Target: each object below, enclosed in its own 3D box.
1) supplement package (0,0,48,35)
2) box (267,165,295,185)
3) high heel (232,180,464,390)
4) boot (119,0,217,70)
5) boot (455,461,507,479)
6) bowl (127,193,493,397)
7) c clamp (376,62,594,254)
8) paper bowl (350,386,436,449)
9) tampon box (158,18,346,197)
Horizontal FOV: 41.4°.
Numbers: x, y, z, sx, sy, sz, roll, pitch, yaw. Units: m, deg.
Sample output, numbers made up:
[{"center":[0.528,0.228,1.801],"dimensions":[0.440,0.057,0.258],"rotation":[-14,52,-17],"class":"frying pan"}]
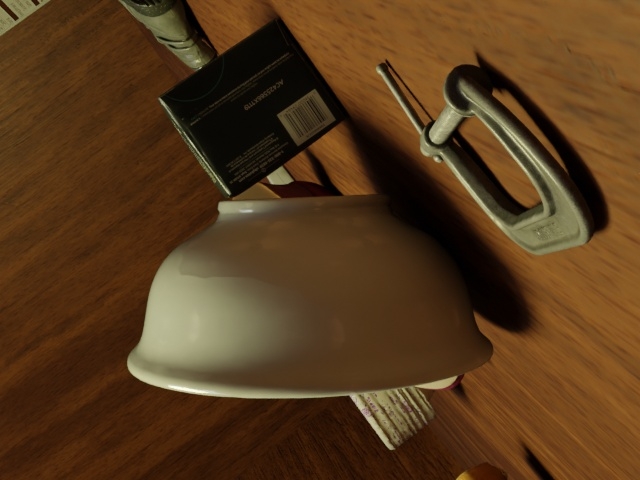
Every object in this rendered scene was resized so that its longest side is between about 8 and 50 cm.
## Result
[{"center":[-0.178,-0.237,0.410],"dimensions":[0.194,0.203,0.149],"rotation":[52,176,4],"class":"supplement package"},{"center":[-0.016,-0.031,1.500],"dimensions":[0.186,0.038,0.145],"rotation":[53,176,19],"class":"box"},{"center":[0.063,0.039,1.022],"dimensions":[0.181,0.127,0.377],"rotation":[9,-149,-53],"class":"high heel"},{"center":[-0.258,-0.345,1.242],"dimensions":[0.246,0.083,0.161],"rotation":[45,173,33],"class":"boot"},{"center":[0.234,0.367,1.008],"dimensions":[0.211,0.104,0.295],"rotation":[53,-179,18],"class":"boot"},{"center":[-0.011,0.031,0.695],"dimensions":[0.298,0.297,0.134],"rotation":[-155,62,-82],"class":"bowl"},{"center":[0.075,-0.045,0.423],"dimensions":[0.137,0.022,0.160],"rotation":[54,177,-2],"class":"c clamp"},{"center":[0.082,0.174,1.337],"dimensions":[0.284,0.148,0.284],"rotation":[53,177,5],"class":"paper bowl"},{"center":[-0.064,-0.111,0.760],"dimensions":[0.101,0.120,0.161],"rotation":[55,176,-7],"class":"tampon box"}]
